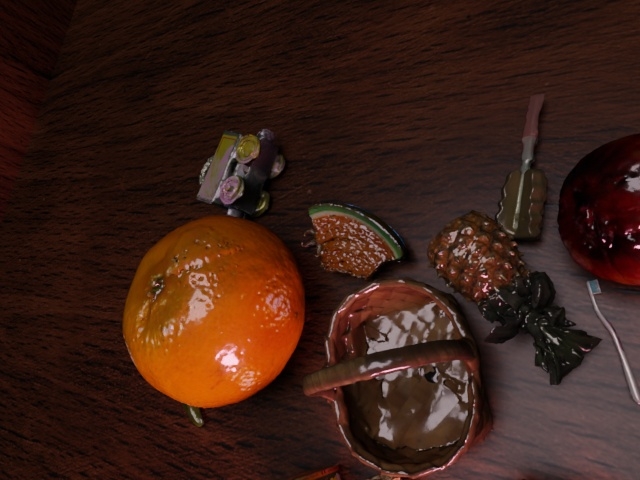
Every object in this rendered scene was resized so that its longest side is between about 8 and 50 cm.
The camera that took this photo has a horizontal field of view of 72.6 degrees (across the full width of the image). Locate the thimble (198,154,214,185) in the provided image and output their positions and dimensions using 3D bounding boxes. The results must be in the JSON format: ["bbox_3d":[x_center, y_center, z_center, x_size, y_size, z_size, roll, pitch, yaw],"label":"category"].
[{"bbox_3d":[-0.304,-0.194,1.274,0.110,0.062,0.084,-43,57,12],"label":"thimble"}]

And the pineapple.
[{"bbox_3d":[0.318,0.096,0.749,0.170,0.141,0.310,-29,67,-22],"label":"pineapple"}]

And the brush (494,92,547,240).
[{"bbox_3d":[0.394,-0.147,0.829,0.084,0.071,0.300,6,77,36],"label":"brush"}]

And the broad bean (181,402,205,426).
[{"bbox_3d":[-0.365,0.353,1.145,0.060,0.043,0.297,-52,54,20],"label":"broad bean"}]

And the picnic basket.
[{"bbox_3d":[0.115,0.219,0.732,0.293,0.337,0.336,-22,64,23],"label":"picnic basket"}]

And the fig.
[{"bbox_3d":[0.499,-0.056,0.655,0.263,0.224,0.223,-28,62,19],"label":"fig"}]

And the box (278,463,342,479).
[{"bbox_3d":[-0.032,0.539,0.798,0.148,0.178,0.194,-27,62,21],"label":"box"}]

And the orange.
[{"bbox_3d":[-0.240,0.147,0.964,0.425,0.326,0.423,-10,69,27],"label":"orange"}]

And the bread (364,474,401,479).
[{"bbox_3d":[0.121,0.498,0.756,0.085,0.134,0.173,-11,70,-6],"label":"bread"}]

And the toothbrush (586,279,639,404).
[{"bbox_3d":[0.477,0.161,0.710,0.022,0.017,0.203,-30,59,42],"label":"toothbrush"}]

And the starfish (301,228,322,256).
[{"bbox_3d":[0.000,0.000,1.046,0.091,0.028,0.078,31,94,32],"label":"starfish"}]

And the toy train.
[{"bbox_3d":[-0.213,-0.179,1.170,0.178,0.134,0.260,19,84,35],"label":"toy train"}]

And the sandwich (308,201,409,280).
[{"bbox_3d":[0.084,0.002,0.959,0.235,0.079,0.159,10,97,28],"label":"sandwich"}]

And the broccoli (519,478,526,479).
[{"bbox_3d":[0.365,0.446,0.579,0.242,0.273,0.180,160,113,-71],"label":"broccoli"}]
